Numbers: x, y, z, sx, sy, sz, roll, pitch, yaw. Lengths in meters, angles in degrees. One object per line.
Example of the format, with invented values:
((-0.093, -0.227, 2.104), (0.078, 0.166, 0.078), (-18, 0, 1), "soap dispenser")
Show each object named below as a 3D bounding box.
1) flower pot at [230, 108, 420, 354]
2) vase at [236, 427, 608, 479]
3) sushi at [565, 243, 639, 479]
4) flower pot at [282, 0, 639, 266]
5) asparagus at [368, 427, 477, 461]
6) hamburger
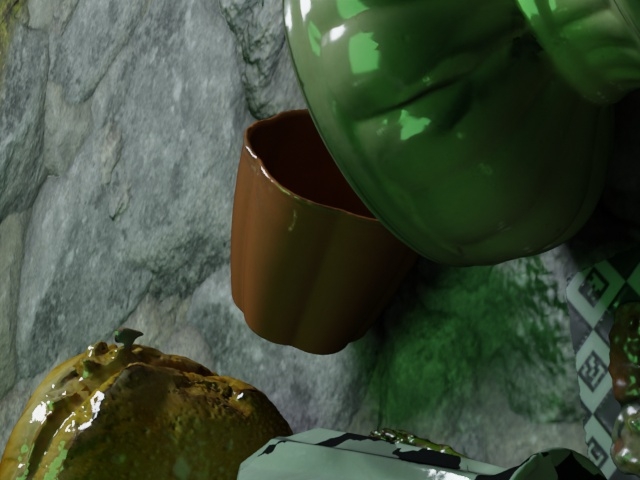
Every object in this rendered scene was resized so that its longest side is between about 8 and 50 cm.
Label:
((0.000, 0.000, 1.264), (0.190, 0.190, 0.173), (54, 134, 47), "flower pot")
((0.066, 0.225, 1.095), (0.360, 0.165, 0.165), (-14, 69, 56), "vase")
((0.248, 0.096, 0.986), (0.219, 0.047, 0.231), (-29, 57, 47), "sushi")
((0.151, -0.151, 1.014), (0.244, 0.307, 0.307), (-24, 59, 30), "flower pot")
((0.115, 0.189, 1.168), (0.248, 0.025, 0.024), (14, 134, 55), "asparagus")
((-0.159, 0.247, 1.303), (0.170, 0.290, 0.314), (-10, 71, 50), "hamburger")
